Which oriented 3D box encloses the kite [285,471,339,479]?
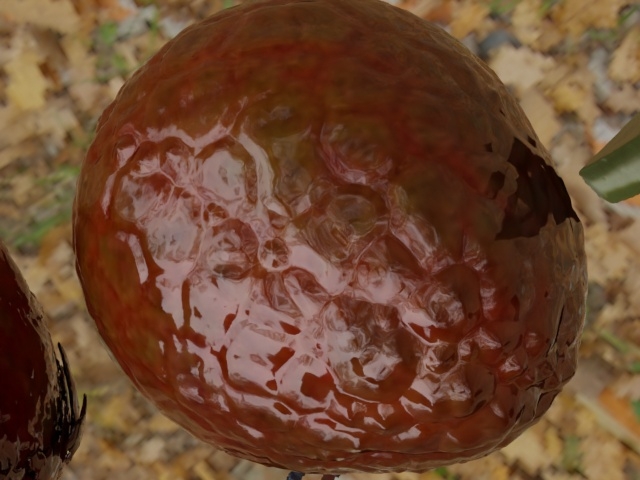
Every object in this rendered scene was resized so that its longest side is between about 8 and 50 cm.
[{"bbox_3d":[-0.039,0.255,1.310,0.015,0.245,0.141,-10,128,45],"label":"kite"}]

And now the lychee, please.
[{"bbox_3d":[0.000,0.000,0.878,0.300,0.255,0.255,19,130,58],"label":"lychee"}]

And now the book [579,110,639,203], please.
[{"bbox_3d":[0.284,-0.141,0.870,0.035,0.239,0.352,47,158,-2],"label":"book"}]

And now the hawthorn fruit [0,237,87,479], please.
[{"bbox_3d":[-0.270,0.092,0.894,0.316,0.316,0.316,16,123,26],"label":"hawthorn fruit"}]
